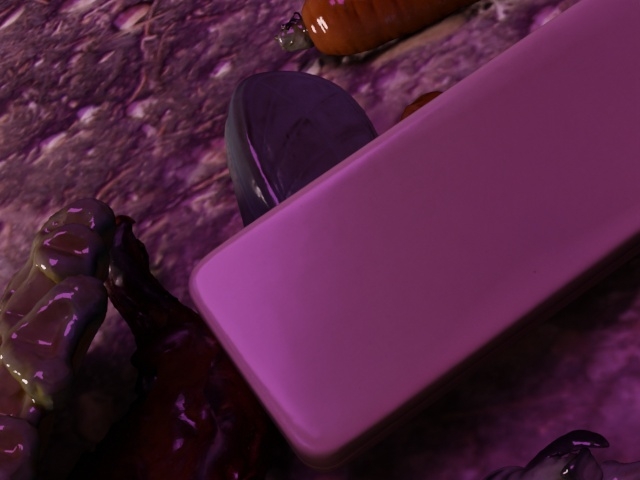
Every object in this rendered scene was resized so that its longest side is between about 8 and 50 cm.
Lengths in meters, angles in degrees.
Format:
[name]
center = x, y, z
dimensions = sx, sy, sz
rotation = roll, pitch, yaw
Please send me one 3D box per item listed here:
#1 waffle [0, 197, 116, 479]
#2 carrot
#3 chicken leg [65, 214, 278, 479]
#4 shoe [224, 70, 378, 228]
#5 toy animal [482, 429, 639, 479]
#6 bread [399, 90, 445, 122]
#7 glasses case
[waffle]
center = -0.212, 0.125, 0.694
dimensions = 0.309, 0.056, 0.292
rotation = -46, 26, 51
[carrot]
center = 0.117, -0.220, 0.885
dimensions = 0.336, 0.069, 0.069
rotation = -19, 47, 13
[chicken leg]
center = -0.106, 0.121, 0.711
dimensions = 0.158, 0.096, 0.407
rotation = -15, 41, 5
[shoe]
center = 0.000, 0.000, 0.755
dimensions = 0.103, 0.100, 0.251
rotation = -11, 64, -15
[toy animal]
center = 0.078, 0.181, 0.565
dimensions = 0.217, 0.073, 0.176
rotation = -46, 8, -31
[bread]
center = 0.119, -0.066, 0.769
dimensions = 0.052, 0.044, 0.157
rotation = -45, 46, -17
[glasses case]
center = 0.093, -0.011, 0.657
dimensions = 0.336, 0.076, 0.144
rotation = -34, 73, -8
